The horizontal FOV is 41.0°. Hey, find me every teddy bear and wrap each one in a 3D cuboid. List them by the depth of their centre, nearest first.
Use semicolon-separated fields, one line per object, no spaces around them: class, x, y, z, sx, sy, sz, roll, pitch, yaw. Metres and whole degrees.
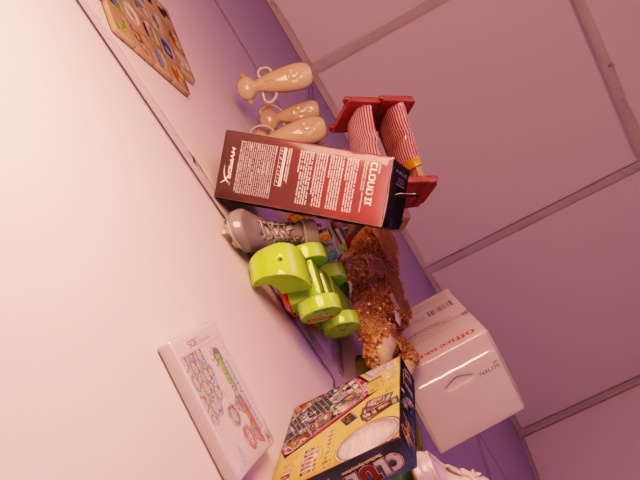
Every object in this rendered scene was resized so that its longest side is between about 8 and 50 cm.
teddy bear;0.099;0.122;1.622;0.245;0.113;0.338;24;48;-59

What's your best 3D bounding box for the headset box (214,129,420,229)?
headset box;0.010;-0.089;1.359;0.218;0.293;0.110;1;99;-77

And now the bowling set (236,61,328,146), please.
bowling set;-0.064;-0.203;1.763;0.200;0.154;0.287;87;-11;-83

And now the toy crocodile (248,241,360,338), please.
toy crocodile;-0.012;0.089;1.371;0.340;0.105;0.115;47;25;-67

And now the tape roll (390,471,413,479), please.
tape roll;0.159;0.485;1.234;0.321;0.077;0.321;59;11;-20

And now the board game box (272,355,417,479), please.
board game box;0.033;0.231;1.024;0.042;0.165;0.243;61;11;-8

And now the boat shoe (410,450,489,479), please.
boat shoe;0.213;0.379;1.277;0.277;0.096;0.098;52;15;-42

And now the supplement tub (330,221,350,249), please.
supplement tub;0.113;0.013;2.102;0.198;0.106;0.106;61;11;-7

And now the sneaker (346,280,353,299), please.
sneaker;0.110;0.110;1.902;0.058;0.085;0.152;54;14;-37

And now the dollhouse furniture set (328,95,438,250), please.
dollhouse furniture set;0.090;-0.111;1.768;0.374;0.152;0.201;118;-38;-59

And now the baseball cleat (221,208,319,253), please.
baseball cleat;-0.067;-0.016;1.309;0.206;0.109;0.072;25;47;-69

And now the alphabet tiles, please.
alphabet tiles;-0.307;-0.388;1.370;0.285;0.011;0.342;66;11;22

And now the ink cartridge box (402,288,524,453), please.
ink cartridge box;0.258;0.262;1.782;0.197;0.198;0.270;62;0;-17

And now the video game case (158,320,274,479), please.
video game case;-0.107;0.167;0.913;0.157;0.019;0.143;63;11;2

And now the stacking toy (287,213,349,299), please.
stacking toy;0.000;0.000;1.762;0.221;0.052;0.167;61;13;-22

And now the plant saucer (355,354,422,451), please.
plant saucer;0.139;0.322;1.645;0.241;0.037;0.241;59;11;-18
